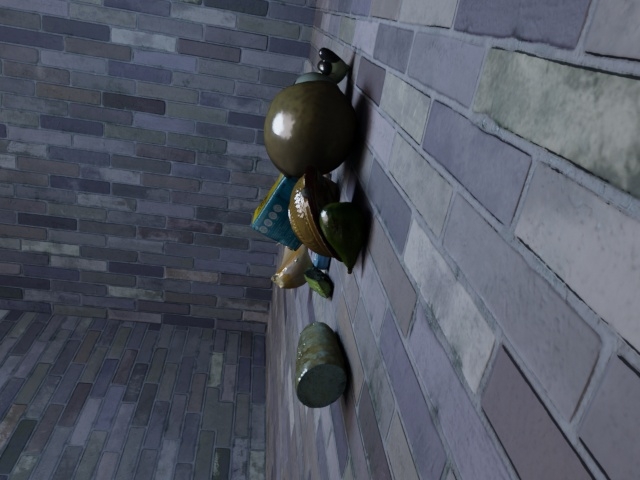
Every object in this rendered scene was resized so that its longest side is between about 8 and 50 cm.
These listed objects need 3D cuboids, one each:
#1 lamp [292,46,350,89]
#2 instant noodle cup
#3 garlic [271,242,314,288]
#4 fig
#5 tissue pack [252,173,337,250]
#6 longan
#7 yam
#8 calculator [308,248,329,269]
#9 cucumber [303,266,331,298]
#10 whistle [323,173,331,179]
[{"bbox_3d":[-0.002,-0.497,1.813,0.198,0.197,0.244,158,135,-80],"label":"lamp"},{"bbox_3d":[-0.019,-0.060,1.452,0.274,0.090,0.274,56,-157,-39],"label":"instant noodle cup"},{"bbox_3d":[-0.105,0.084,2.145,0.245,0.164,0.145,-85,-10,-52],"label":"garlic"},{"bbox_3d":[0.066,-0.010,1.325,0.117,0.117,0.177,139,114,-77],"label":"fig"},{"bbox_3d":[-0.089,-0.118,1.839,0.271,0.192,0.134,-51,17,33],"label":"tissue pack"},{"bbox_3d":[-0.032,-0.316,1.593,0.350,0.288,0.288,174,103,-73],"label":"longan"},{"bbox_3d":[-0.003,0.309,1.433,0.330,0.133,0.133,-99,18,-75],"label":"yam"},{"bbox_3d":[0.000,0.000,1.884,0.293,0.051,0.173,-122,41,-77],"label":"calculator"},{"bbox_3d":[0.002,0.130,1.764,0.078,0.062,0.211,60,169,-10],"label":"cucumber"},{"bbox_3d":[-0.020,-0.158,2.021,0.220,0.107,0.057,-62,25,26],"label":"whistle"}]
